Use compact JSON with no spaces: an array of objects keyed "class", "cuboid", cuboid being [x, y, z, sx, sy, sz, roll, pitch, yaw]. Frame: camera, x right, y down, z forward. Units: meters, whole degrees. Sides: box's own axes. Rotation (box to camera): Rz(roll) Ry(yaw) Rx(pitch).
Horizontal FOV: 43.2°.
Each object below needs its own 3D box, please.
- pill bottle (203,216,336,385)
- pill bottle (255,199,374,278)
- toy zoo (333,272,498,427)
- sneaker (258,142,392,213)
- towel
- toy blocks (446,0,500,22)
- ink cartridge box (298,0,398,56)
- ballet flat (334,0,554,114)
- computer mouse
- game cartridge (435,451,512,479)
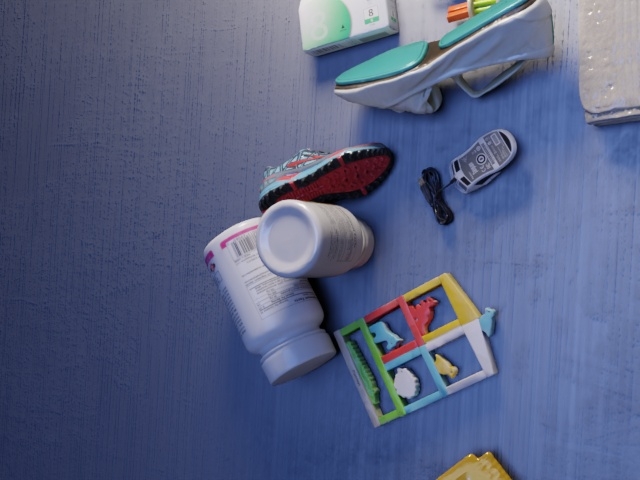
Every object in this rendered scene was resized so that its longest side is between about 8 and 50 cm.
[{"class":"pill bottle","cuboid":[-0.092,0.113,1.506,0.160,0.160,0.283,-34,72,24]},{"class":"pill bottle","cuboid":[0.000,0.000,1.418,0.131,0.229,0.131,-1,88,30]},{"class":"toy zoo","cuboid":[0.180,0.187,1.424,0.293,0.030,0.192,-31,74,24]},{"class":"sneaker","cuboid":[0.001,-0.138,1.492,0.261,0.104,0.125,-18,46,9]},{"class":"towel","cuboid":[0.494,-0.322,1.247,0.187,0.049,0.282,-2,85,35]},{"class":"toy blocks","cuboid":[0.243,-0.431,1.398,0.148,0.054,0.123,-3,86,29]},{"class":"ink cartridge box","cuboid":[0.044,-0.476,1.514,0.181,0.056,0.225,-10,85,28]},{"class":"ballet flat","cuboid":[0.208,-0.287,1.373,0.400,0.139,0.139,-18,79,31]},{"class":"computer mouse","cuboid":[0.260,-0.117,1.387,0.193,0.042,0.106,-35,67,29]},{"class":"game cartridge","cuboid":[0.254,0.546,1.306,0.285,0.053,0.324,-38,71,1]}]
